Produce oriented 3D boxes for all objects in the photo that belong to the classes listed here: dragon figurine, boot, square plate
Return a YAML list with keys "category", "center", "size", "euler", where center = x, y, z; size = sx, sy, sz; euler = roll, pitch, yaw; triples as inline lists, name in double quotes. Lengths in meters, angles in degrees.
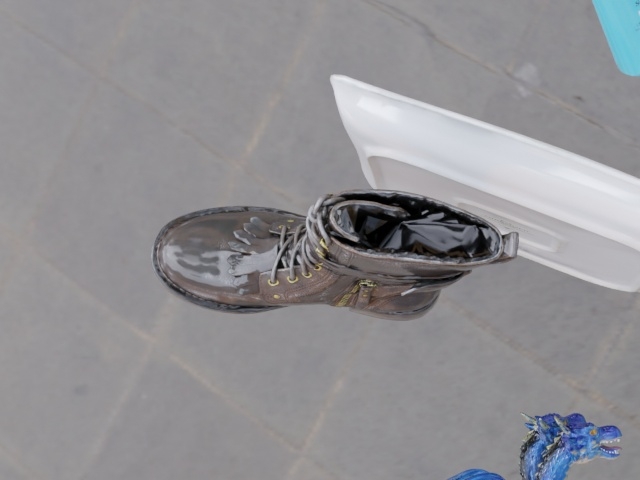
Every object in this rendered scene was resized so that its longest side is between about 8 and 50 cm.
- category: "dragon figurine"
  center: [0.123, 0.240, 1.177]
  size: [0.289, 0.085, 0.144]
  euler: [-19, 87, -5]
- category: "boot"
  center: [0.000, 0.000, 1.050]
  size: [0.263, 0.229, 0.091]
  euler: [4, 79, -3]
- category: "square plate"
  center: [0.179, -0.031, 1.256]
  size: [0.347, 0.344, 0.049]
  euler: [21, 83, 9]

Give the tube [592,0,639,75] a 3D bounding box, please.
- category: "tube"
  center: [0.216, -0.216, 1.042]
  size: [0.052, 0.207, 0.080]
  euler: [12, 55, 42]
